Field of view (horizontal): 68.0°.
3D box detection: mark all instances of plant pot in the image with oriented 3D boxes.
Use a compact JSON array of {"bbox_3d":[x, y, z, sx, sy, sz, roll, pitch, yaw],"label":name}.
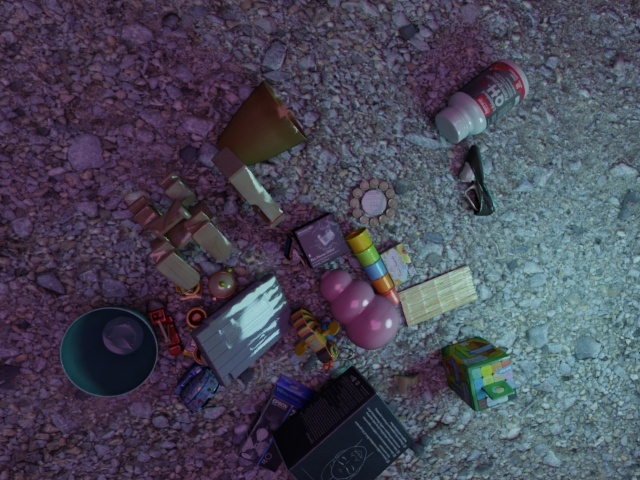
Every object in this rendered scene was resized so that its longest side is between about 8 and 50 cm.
[{"bbox_3d":[-0.680,0.343,1.583,0.290,0.195,0.290,-1,96,-11],"label":"plant pot"},{"bbox_3d":[-0.216,-0.365,1.601,0.254,0.237,0.237,-34,101,10],"label":"plant pot"}]

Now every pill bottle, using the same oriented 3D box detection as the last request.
[{"bbox_3d":[0.583,-0.502,1.741,0.319,0.176,0.176,-38,101,-5],"label":"pill bottle"}]

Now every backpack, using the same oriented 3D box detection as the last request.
[{"bbox_3d":[-0.428,0.511,1.657,0.117,0.173,0.158,43,88,-11],"label":"backpack"}]

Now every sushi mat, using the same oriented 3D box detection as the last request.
[{"bbox_3d":[0.465,0.219,1.871,0.317,0.019,0.151,-21,98,-8],"label":"sushi mat"}]

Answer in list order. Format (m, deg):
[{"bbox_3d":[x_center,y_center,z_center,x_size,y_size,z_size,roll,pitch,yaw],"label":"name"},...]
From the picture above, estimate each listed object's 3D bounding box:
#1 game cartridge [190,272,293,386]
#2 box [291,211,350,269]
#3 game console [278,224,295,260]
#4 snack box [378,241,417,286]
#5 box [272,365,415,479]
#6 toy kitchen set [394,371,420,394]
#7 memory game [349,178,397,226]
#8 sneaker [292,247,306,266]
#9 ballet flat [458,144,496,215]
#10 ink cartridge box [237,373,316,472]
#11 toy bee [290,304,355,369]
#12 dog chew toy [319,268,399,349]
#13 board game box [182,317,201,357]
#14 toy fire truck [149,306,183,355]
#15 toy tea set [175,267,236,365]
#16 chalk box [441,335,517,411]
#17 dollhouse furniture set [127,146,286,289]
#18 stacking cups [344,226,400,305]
[{"bbox_3d":[-0.253,0.295,1.631,0.355,0.068,0.230,-38,112,-35],"label":"game cartridge"},{"bbox_3d":[0.000,0.000,1.727,0.156,0.093,0.158,-27,98,-7],"label":"box"},{"bbox_3d":[-0.140,-0.003,1.674,0.085,0.144,0.124,11,94,-10],"label":"game console"},{"bbox_3d":[0.295,0.091,1.817,0.100,0.037,0.141,-29,100,-5],"label":"snack box"},{"bbox_3d":[0.082,0.715,1.713,0.395,0.212,0.293,-38,113,-9],"label":"box"},{"bbox_3d":[0.343,0.562,1.876,0.083,0.075,0.068,-1,93,30],"label":"toy kitchen set"},{"bbox_3d":[0.199,-0.142,1.790,0.186,0.012,0.186,-1,96,-10],"label":"memory game"},{"bbox_3d":[-0.085,0.067,1.753,0.037,0.032,0.083,-34,96,8],"label":"sneaker"},{"bbox_3d":[0.592,-0.220,1.816,0.096,0.095,0.280,-19,99,4],"label":"ballet flat"},{"bbox_3d":[-0.158,0.685,1.781,0.165,0.065,0.332,29,89,-11],"label":"ink cartridge box"},{"bbox_3d":[0.015,0.368,1.699,0.298,0.162,0.195,26,117,-11],"label":"toy bee"},{"bbox_3d":[0.128,0.236,1.725,0.206,0.206,0.332,-44,90,-4],"label":"dog chew toy"},{"bbox_3d":[-0.392,0.363,1.711,0.170,0.048,0.141,19,91,-11],"label":"board game box"},{"bbox_3d":[-0.527,0.317,1.639,0.047,0.135,0.192,-18,98,-8],"label":"toy fire truck"},{"bbox_3d":[-0.374,0.256,1.629,0.200,0.124,0.335,-10,82,-17],"label":"toy tea set"},{"bbox_3d":[0.608,0.507,1.786,0.180,0.289,0.179,-14,98,-9],"label":"chalk box"},{"bbox_3d":[-0.357,-0.066,1.540,0.394,0.362,0.256,-41,135,-4],"label":"dollhouse furniture set"},{"bbox_3d":[0.209,0.104,1.775,0.096,0.096,0.316,-33,101,-6],"label":"stacking cups"}]
